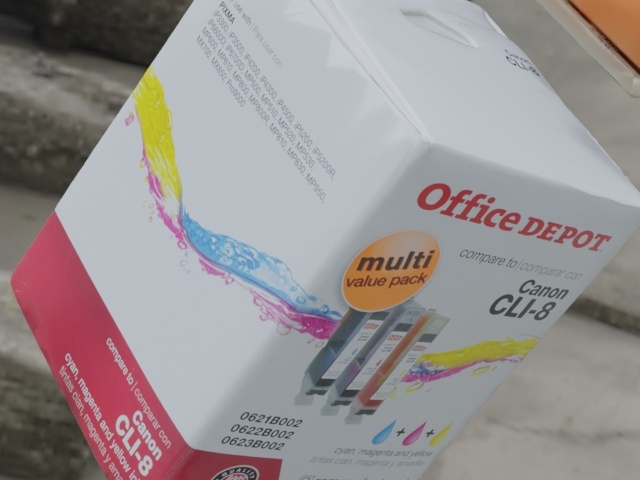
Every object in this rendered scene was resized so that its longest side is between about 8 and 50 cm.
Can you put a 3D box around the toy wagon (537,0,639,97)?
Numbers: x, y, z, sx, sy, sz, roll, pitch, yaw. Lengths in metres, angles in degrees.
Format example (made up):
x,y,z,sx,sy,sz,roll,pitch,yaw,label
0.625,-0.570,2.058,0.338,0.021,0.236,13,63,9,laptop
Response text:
x,y,z,sx,sy,sz,roll,pitch,yaw,label
0.181,-0.231,0.644,0.267,0.344,0.068,1,9,11,toy wagon

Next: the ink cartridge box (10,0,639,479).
x,y,z,sx,sy,sz,roll,pitch,yaw,label
0.000,0.000,0.569,0.128,0.176,0.127,12,34,-44,ink cartridge box
